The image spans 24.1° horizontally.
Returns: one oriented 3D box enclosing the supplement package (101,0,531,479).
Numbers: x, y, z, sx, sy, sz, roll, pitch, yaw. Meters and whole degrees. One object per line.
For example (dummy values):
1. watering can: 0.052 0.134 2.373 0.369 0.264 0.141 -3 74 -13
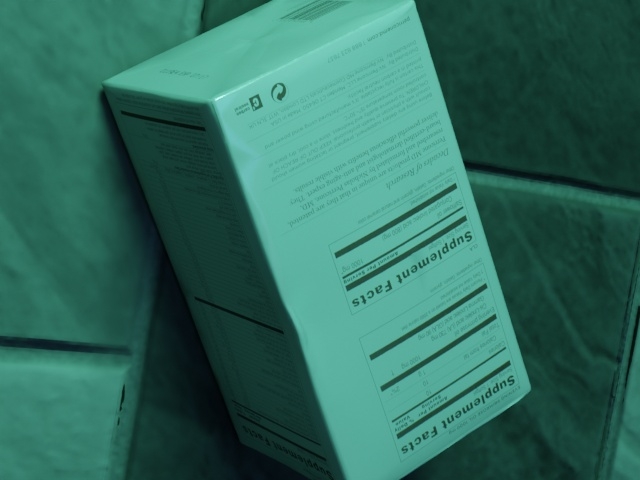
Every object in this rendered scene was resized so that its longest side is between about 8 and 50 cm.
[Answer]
1. supplement package: 0.000 0.000 0.846 0.133 0.139 0.244 -29 114 -25
